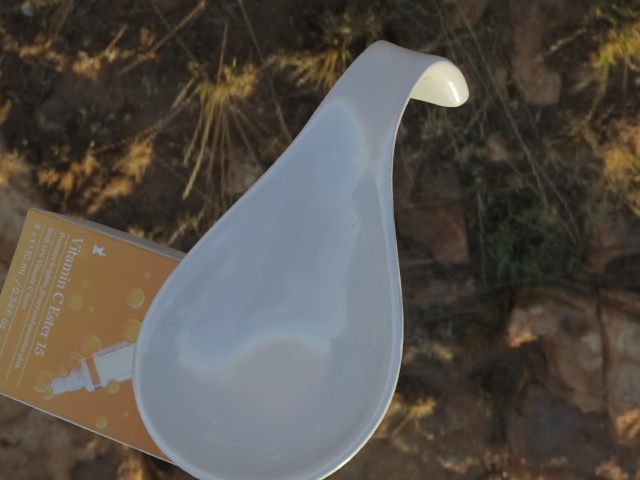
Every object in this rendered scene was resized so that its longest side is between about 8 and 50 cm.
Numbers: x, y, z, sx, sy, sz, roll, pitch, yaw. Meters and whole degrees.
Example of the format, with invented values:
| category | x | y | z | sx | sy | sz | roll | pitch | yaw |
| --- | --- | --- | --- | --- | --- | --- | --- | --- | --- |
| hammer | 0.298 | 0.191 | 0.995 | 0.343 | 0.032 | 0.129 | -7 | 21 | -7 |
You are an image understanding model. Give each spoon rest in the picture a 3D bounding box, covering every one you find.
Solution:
| category | x | y | z | sx | sy | sz | roll | pitch | yaw |
| --- | --- | --- | --- | --- | --- | --- | --- | --- | --- |
| spoon rest | 0.000 | 0.000 | 0.603 | 0.137 | 0.276 | 0.084 | 18 | 155 | 19 |

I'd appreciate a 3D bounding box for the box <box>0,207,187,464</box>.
| category | x | y | z | sx | sy | sz | roll | pitch | yaw |
| --- | --- | --- | --- | --- | --- | --- | --- | --- | --- |
| box | -0.188 | 0.120 | 1.332 | 0.345 | 0.168 | 0.215 | 18 | 90 | 14 |
